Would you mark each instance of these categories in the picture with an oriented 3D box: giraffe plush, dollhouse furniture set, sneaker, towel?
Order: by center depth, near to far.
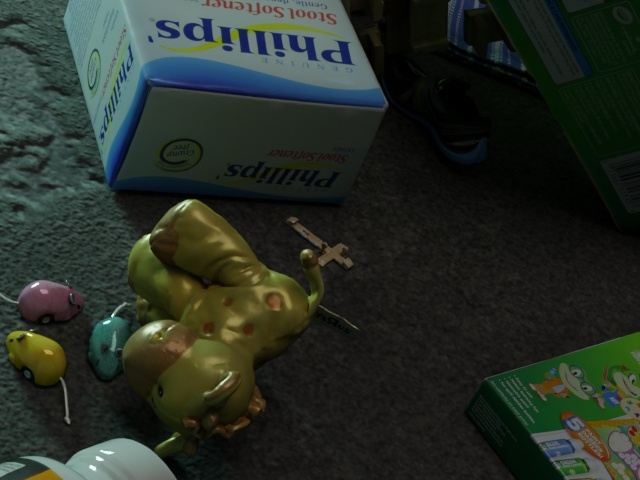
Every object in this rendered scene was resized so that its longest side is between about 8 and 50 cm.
[{"bbox_3d":[-0.097,0.095,1.322,0.210,0.181,0.170,18,48,18],"label":"giraffe plush"},{"bbox_3d":[0.103,-0.331,1.775,0.212,0.242,0.161,-12,42,-10],"label":"dollhouse furniture set"},{"bbox_3d":[0.138,-0.165,1.803,0.067,0.078,0.188,-9,43,-34],"label":"sneaker"},{"bbox_3d":[0.293,-0.265,2.037,0.336,0.040,0.243,21,38,-4],"label":"towel"}]

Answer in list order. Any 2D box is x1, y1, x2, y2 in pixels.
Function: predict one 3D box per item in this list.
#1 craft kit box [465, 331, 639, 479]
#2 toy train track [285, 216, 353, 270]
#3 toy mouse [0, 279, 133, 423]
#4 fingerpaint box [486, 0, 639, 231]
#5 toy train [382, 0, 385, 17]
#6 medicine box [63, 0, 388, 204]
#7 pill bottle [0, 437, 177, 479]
[{"bbox_3d":[0.304,0.210,1.488,0.247,0.061,0.250,-10,50,-40],"label":"craft kit box"},{"bbox_3d":[0.000,0.000,1.595,0.083,0.014,0.048,37,40,16],"label":"toy train track"},{"bbox_3d":[-0.215,0.073,1.382,0.161,0.031,0.143,43,42,21],"label":"toy mouse"},{"bbox_3d":[0.332,-0.298,1.748,0.445,0.163,0.371,53,34,-38],"label":"fingerpaint box"},{"bbox_3d":[0.076,-0.299,1.905,0.125,0.166,0.046,39,69,-16],"label":"toy train"},{"bbox_3d":[-0.106,-0.189,1.648,0.264,0.149,0.289,3,43,-25],"label":"medicine box"},{"bbox_3d":[-0.229,0.242,1.076,0.278,0.162,0.162,-20,56,-41],"label":"pill bottle"}]
